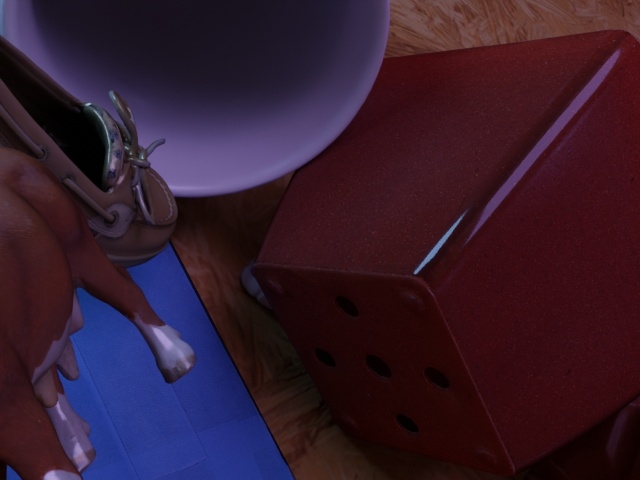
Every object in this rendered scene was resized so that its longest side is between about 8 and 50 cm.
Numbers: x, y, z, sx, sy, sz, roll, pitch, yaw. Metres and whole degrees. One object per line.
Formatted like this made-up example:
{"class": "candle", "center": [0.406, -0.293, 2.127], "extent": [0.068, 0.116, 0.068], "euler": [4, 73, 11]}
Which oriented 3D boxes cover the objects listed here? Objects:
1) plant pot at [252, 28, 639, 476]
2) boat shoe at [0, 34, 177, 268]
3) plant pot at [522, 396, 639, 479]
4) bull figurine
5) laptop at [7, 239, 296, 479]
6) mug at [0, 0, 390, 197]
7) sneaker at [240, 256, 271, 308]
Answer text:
{"class": "plant pot", "center": [0.109, 0.023, 0.773], "extent": [0.236, 0.267, 0.267], "euler": [-44, 120, -32]}
{"class": "boat shoe", "center": [-0.165, -0.057, 0.623], "extent": [0.105, 0.089, 0.285], "euler": [61, 15, 24]}
{"class": "plant pot", "center": [0.330, 0.232, 0.825], "extent": [0.265, 0.272, 0.272], "euler": [6, 52, -25]}
{"class": "bull figurine", "center": [-0.150, 0.053, 0.412], "extent": [0.188, 0.101, 0.310], "euler": [55, 16, -18]}
{"class": "laptop", "center": [-0.198, 0.004, 0.599], "extent": [0.236, 0.408, 0.382], "euler": [-26, 71, -13]}
{"class": "mug", "center": [-0.068, -0.254, 0.826], "extent": [0.328, 0.374, 0.276], "euler": [-108, 177, -53]}
{"class": "sneaker", "center": [0.000, 0.000, 0.879], "extent": [0.068, 0.071, 0.170], "euler": [42, 40, -1]}
